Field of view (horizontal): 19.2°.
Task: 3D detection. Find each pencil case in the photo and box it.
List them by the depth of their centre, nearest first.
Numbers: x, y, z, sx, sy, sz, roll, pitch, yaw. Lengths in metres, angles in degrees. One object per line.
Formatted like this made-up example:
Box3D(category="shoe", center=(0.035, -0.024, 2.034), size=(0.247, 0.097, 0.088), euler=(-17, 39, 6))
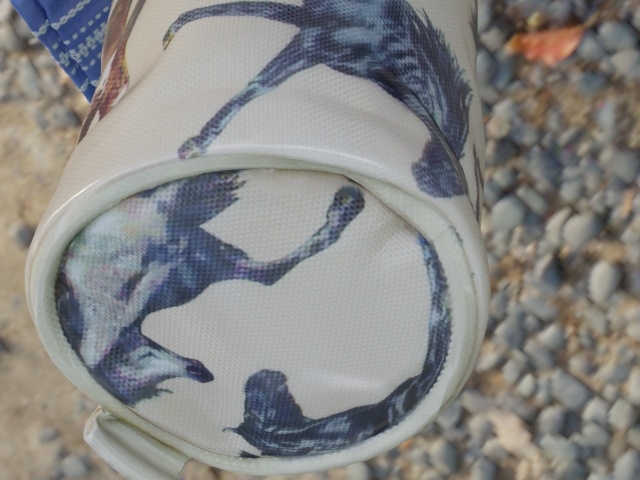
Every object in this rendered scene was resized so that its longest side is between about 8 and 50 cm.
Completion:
Box3D(category="pencil case", center=(-0.020, -0.097, 0.782), size=(0.160, 0.410, 0.183), euler=(23, 132, -20))

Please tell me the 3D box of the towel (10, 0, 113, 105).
Box3D(category="towel", center=(-0.062, -0.164, 1.232), size=(0.040, 0.243, 0.336), euler=(43, 172, 25))
